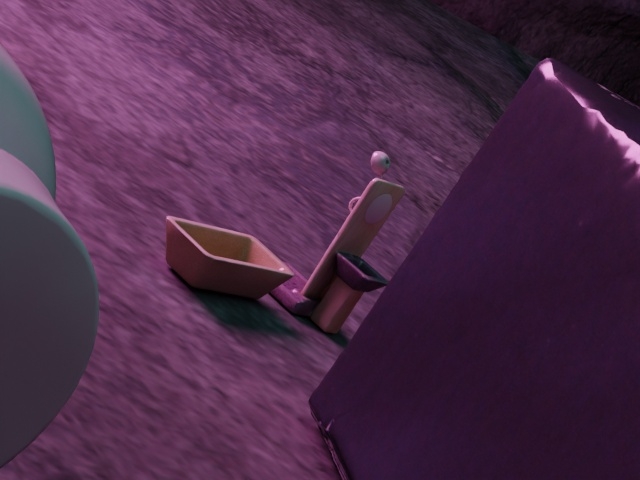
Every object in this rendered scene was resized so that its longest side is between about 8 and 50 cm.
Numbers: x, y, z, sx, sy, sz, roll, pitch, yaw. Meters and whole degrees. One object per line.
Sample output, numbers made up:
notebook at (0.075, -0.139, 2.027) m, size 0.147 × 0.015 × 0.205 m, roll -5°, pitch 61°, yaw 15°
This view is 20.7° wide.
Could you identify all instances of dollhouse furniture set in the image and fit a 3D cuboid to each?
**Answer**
dollhouse furniture set at (0.000, 0.000, 0.767) m, size 0.091 × 0.081 × 0.114 m, roll 42°, pitch 16°, yaw 32°

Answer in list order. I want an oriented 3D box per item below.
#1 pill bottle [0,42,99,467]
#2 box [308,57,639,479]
pill bottle at (-0.144, -0.030, 0.454) m, size 0.121 × 0.121 × 0.216 m, roll 20°, pitch 18°, yaw -44°
box at (0.185, 0.113, 0.592) m, size 0.296 × 0.182 × 0.294 m, roll 28°, pitch 13°, yaw -23°
